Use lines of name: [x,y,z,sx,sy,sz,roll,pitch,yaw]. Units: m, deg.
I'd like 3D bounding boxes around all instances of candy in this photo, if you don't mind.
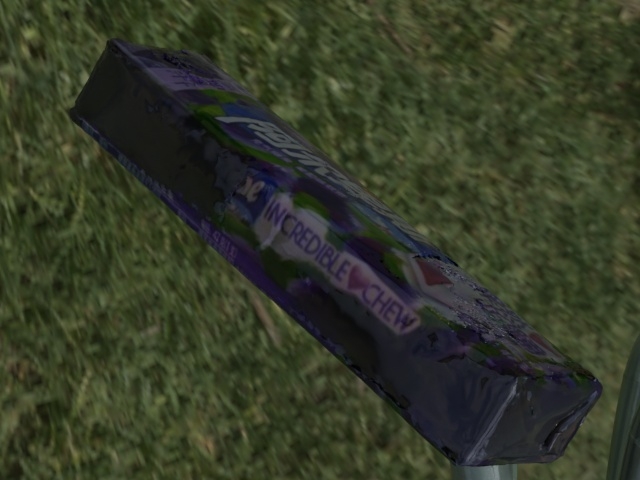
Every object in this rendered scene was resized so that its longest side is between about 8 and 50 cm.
candy: [0.000,0.000,0.892,0.088,0.312,0.061,3,121,-53]

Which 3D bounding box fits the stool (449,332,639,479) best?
stool: [0.184,0.166,1.343,0.195,0.195,0.198,6,103,7]
